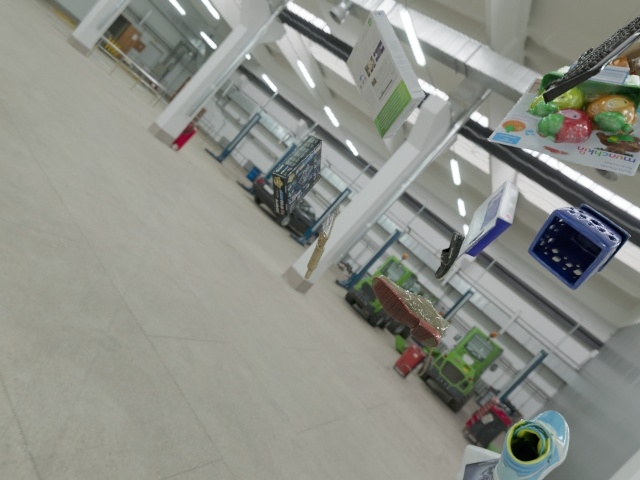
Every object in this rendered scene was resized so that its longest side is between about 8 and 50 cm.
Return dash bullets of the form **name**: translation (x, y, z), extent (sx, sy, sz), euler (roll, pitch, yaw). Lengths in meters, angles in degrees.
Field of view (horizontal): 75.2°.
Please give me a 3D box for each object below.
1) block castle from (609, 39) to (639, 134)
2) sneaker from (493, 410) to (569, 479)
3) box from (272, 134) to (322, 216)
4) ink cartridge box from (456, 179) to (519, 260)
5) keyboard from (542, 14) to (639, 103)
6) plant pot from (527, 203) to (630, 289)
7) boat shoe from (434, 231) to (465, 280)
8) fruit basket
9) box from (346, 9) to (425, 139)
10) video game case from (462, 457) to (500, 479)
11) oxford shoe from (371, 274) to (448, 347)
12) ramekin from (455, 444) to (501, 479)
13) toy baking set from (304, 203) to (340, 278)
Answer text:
- **block castle**: translation (1.113, -0.430, 1.333), extent (0.453, 0.303, 0.213), euler (34, -31, -31)
- **sneaker**: translation (0.611, 0.547, 1.149), extent (0.127, 0.319, 0.208), euler (28, -45, 40)
- **box**: translation (-0.072, -0.209, 1.346), extent (0.051, 0.220, 0.175), euler (26, -35, 17)
- **ink cartridge box**: translation (0.569, -0.063, 1.398), extent (0.069, 0.176, 0.371), euler (40, 41, 5)
- **keyboard**: translation (0.553, -0.369, 0.831), extent (0.033, 0.317, 0.201), euler (53, -17, -2)
- **plant pot**: translation (0.984, 0.010, 1.571), extent (0.236, 0.212, 0.236), euler (53, -31, 37)
- **boat shoe**: translation (0.555, 0.069, 1.807), extent (0.079, 0.233, 0.084), euler (24, 26, -1)
- **fruit basket**: translation (0.653, -0.316, 1.052), extent (0.327, 0.353, 0.165), euler (26, -39, 30)
- **box**: translation (0.202, -0.528, 1.347), extent (0.232, 0.058, 0.322), euler (133, -61, -67)
- **video game case**: translation (0.493, 0.762, 1.217), extent (0.026, 0.196, 0.274), euler (51, 36, -4)
- **oxford shoe**: translation (0.349, 0.255, 1.633), extent (0.348, 0.130, 0.123), euler (46, -33, 8)
- **ramekin**: translation (0.650, 0.858, 1.520), extent (0.277, 0.135, 0.277), euler (16, -18, 5)
- **toy baking set**: translation (-0.001, 0.004, 1.361), extent (0.030, 0.256, 0.197), euler (22, 29, -5)
